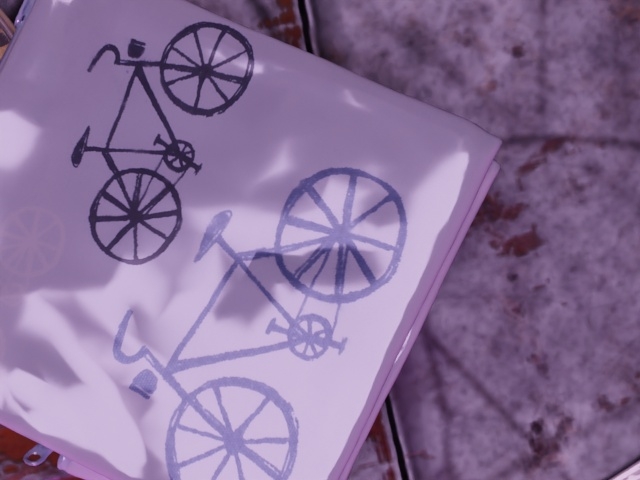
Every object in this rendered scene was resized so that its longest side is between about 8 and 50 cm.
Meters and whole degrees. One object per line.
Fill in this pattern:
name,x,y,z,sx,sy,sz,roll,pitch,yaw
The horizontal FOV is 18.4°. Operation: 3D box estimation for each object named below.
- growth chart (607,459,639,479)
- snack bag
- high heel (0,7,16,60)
growth chart,0.294,0.242,1.394,0.172,0.021,0.237,-23,89,1
snack bag,-0.099,0.009,1.290,0.343,0.037,0.323,25,85,7
high heel,-0.257,-0.047,1.372,0.186,0.093,0.261,-30,98,-4
